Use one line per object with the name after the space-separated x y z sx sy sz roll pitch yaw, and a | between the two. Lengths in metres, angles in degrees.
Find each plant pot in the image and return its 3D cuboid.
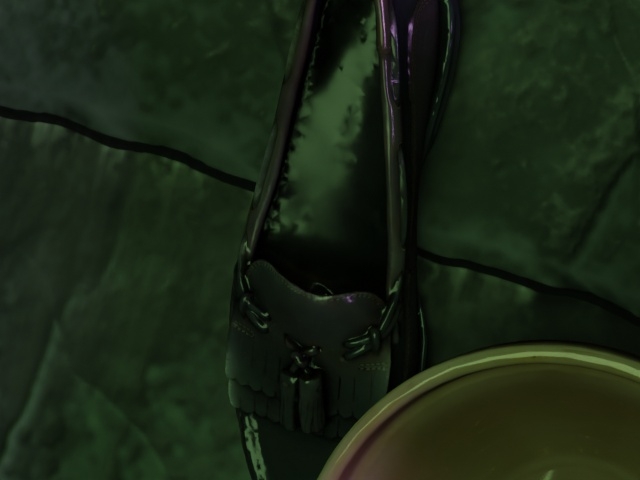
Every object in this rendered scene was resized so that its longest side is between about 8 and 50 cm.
0.115 0.161 0.753 0.237 0.110 0.237 1 93 19 | plant pot

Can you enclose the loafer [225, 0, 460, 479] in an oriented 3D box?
0.000 0.000 0.789 0.109 0.095 0.302 10 95 17 | loafer
